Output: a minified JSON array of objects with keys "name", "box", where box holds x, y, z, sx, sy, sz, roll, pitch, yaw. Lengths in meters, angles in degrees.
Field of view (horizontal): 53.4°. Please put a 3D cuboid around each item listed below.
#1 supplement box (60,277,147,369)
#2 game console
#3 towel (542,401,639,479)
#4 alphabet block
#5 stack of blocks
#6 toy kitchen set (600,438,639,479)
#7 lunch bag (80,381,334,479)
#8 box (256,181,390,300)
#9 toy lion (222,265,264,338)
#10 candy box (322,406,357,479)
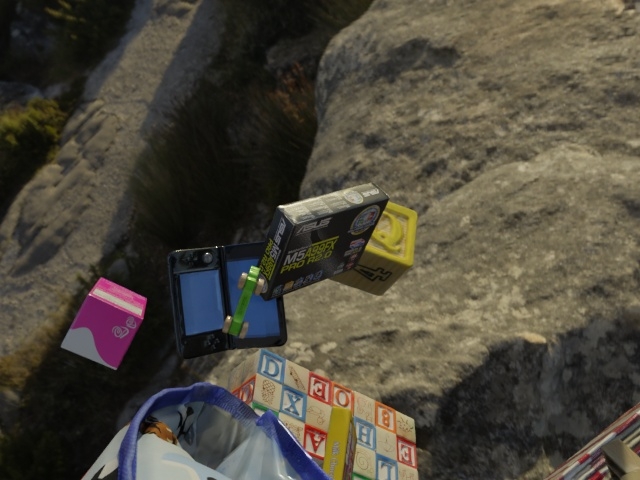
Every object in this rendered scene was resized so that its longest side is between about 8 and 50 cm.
[{"name":"supplement box","box":[-0.419,0.157,1.253,0.111,0.114,0.220,-62,13,-1]},{"name":"game console","box":[-0.248,0.157,1.703,0.173,0.250,0.292,-8,89,46]},{"name":"towel","box":[0.315,0.238,0.707,0.329,0.237,0.037,-30,64,-18]},{"name":"alphabet block","box":[0.136,0.012,1.764,0.194,0.197,0.192,18,55,-13]},{"name":"stack of blocks","box":[0.003,0.298,0.914,0.087,0.297,0.171,-41,30,36]},{"name":"toy kitchen set","box":[0.199,0.199,0.446,0.083,0.075,0.068,-21,98,2]},{"name":"lunch bag","box":[-0.102,0.273,0.333,0.327,0.239,0.385,-55,18,-5]},{"name":"box","box":[0.000,0.000,1.323,0.270,0.216,0.060,-17,54,-41]},{"name":"toy lion","box":[-0.108,0.085,0.902,0.034,0.096,0.100,20,84,-6]},{"name":"candy box","box":[0.014,0.302,0.706,0.027,0.105,0.205,5,54,9]}]
